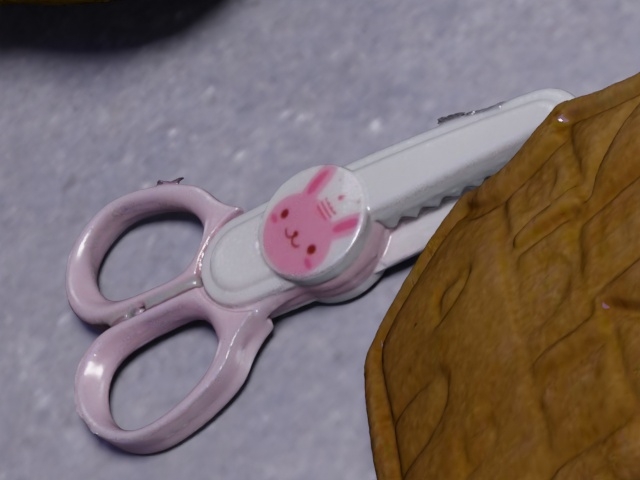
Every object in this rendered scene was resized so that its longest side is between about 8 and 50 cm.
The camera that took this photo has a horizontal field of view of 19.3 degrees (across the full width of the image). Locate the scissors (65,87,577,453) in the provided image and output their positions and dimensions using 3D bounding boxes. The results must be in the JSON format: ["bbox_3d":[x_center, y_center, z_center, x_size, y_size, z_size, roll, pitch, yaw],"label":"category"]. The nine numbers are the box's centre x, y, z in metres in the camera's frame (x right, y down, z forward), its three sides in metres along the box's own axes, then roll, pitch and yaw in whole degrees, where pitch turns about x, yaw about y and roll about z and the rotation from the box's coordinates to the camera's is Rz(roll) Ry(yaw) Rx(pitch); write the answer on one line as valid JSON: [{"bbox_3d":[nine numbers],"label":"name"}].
[{"bbox_3d":[0.000,0.000,0.752,0.242,0.030,0.118,-23,54,21],"label":"scissors"}]

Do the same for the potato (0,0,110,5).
[{"bbox_3d":[-0.158,-0.204,0.894,0.369,0.176,0.195,5,93,38],"label":"potato"}]

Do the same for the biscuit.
[{"bbox_3d":[0.087,0.020,0.619,0.215,0.034,0.182,-46,31,30],"label":"biscuit"}]
